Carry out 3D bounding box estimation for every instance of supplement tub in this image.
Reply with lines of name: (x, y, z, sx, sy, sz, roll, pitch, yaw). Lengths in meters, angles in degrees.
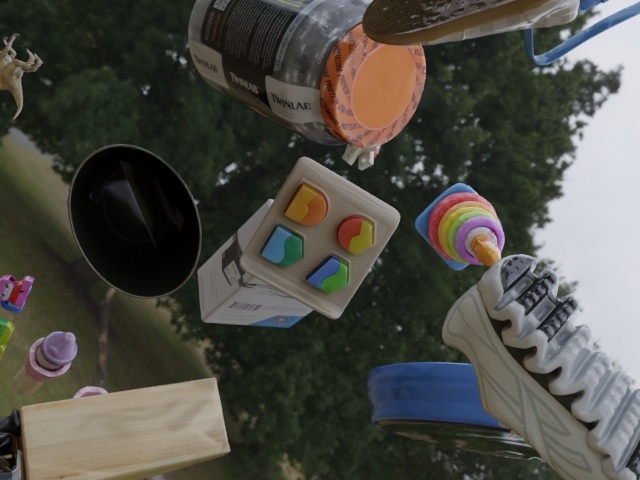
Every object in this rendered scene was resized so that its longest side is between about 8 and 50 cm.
supplement tub: (-0.023, -0.247, 0.910, 0.316, 0.193, 0.194, 35, -19, 42)

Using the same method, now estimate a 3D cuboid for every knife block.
knife block: (-0.265, 0.214, 0.702, 0.242, 0.275, 0.088, 43, 29, -67)

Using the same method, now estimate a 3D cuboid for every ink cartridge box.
ink cartridge box: (-0.083, 0.059, 1.386, 0.307, 0.223, 0.129, -39, -129, 43)

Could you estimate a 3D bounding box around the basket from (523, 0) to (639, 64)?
basket: (0.396, -0.411, 0.959, 0.289, 0.254, 0.201, 58, 5, -46)

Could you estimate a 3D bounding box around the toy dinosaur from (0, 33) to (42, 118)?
toy dinosaur: (-0.511, -0.280, 1.127, 0.183, 0.092, 0.053, 52, 0, 15)

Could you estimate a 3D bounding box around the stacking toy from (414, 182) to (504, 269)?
stacking toy: (0.332, -0.006, 1.469, 0.175, 0.165, 0.302, 47, 8, -11)

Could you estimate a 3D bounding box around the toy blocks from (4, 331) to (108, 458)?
toy blocks: (-0.405, 0.296, 0.937, 0.260, 0.288, 0.309, -39, -101, 37)

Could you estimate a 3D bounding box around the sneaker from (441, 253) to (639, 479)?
sneaker: (0.222, 0.157, 0.611, 0.118, 0.110, 0.292, -44, -107, 42)

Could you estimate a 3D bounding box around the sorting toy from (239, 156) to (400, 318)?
sorting toy: (0.000, 0.000, 1.086, 0.193, 0.208, 0.038, 30, 7, -10)

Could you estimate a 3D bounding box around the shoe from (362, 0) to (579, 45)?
shoe: (0.142, -0.223, 0.668, 0.219, 0.077, 0.058, 1, -20, 35)

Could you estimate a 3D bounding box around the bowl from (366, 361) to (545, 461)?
bowl: (0.257, 0.261, 0.992, 0.391, 0.077, 0.391, 9, -21, 3)

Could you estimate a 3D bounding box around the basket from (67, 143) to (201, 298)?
basket: (-0.259, -0.045, 0.960, 0.227, 0.154, 0.204, -140, -151, -71)

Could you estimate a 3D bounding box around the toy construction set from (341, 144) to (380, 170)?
toy construction set: (0.040, -0.305, 1.395, 0.328, 0.151, 0.215, 46, 24, -42)

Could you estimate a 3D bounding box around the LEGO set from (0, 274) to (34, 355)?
LEGO set: (-0.548, 0.134, 1.101, 0.093, 0.227, 0.087, 24, 11, -18)
